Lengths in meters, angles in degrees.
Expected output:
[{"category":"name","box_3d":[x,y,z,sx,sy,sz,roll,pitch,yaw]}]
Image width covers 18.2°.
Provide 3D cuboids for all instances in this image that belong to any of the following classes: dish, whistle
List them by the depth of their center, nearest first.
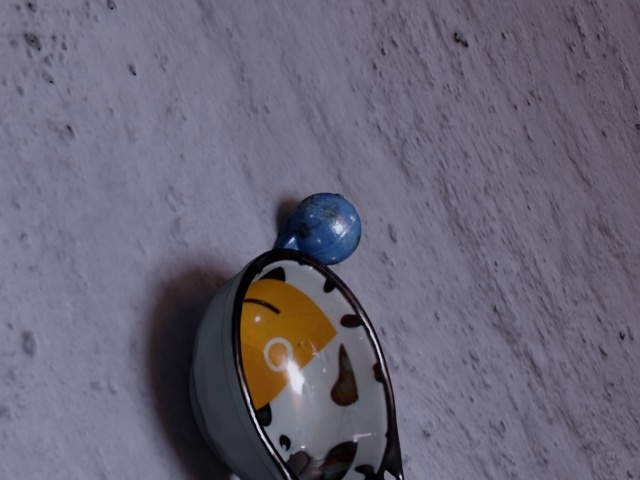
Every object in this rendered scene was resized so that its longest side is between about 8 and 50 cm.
[{"category":"dish","box_3d":[-0.044,0.158,2.036,0.303,0.120,0.303,33,47,-44]},{"category":"whistle","box_3d":[0.000,0.000,2.226,0.090,0.090,0.158,52,36,-27]}]
